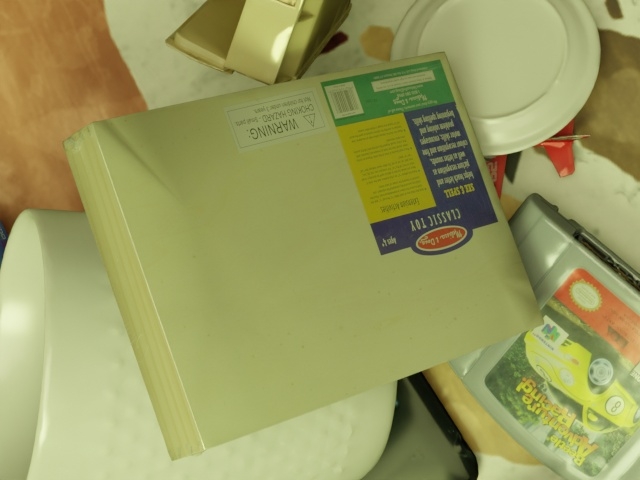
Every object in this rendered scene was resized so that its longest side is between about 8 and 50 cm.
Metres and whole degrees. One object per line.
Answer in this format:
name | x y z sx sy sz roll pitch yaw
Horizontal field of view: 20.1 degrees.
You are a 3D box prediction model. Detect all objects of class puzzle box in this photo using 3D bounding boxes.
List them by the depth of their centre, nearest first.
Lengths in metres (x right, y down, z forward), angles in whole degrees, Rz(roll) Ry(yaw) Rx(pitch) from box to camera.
puzzle box | 0.000 0.000 1.527 0.052 0.409 0.272 -25 83 48

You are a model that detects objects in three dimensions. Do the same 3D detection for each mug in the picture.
mug | -0.105 0.074 1.604 0.328 0.276 0.374 5 101 -20

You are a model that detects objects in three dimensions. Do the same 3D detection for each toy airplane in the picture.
toy airplane | 0.182 -0.097 1.726 0.151 0.028 0.151 -3 78 13

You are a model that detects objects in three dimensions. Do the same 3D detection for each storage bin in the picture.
storage bin | -0.017 -0.298 1.602 0.123 0.260 0.262 23 117 4

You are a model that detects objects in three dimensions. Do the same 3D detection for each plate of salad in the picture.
plate of salad | 0.165 -0.169 1.707 0.200 0.048 0.200 -5 69 12

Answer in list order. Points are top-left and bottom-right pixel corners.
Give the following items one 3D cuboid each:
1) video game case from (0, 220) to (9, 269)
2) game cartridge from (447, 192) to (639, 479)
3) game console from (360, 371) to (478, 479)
video game case | -0.366 0.126 1.795 0.244 0.061 0.269 -27 88 32
game cartridge | 0.253 0.121 1.692 0.294 0.060 0.196 40 117 11
game console | -0.082 0.160 1.782 0.342 0.060 0.386 -33 88 12
